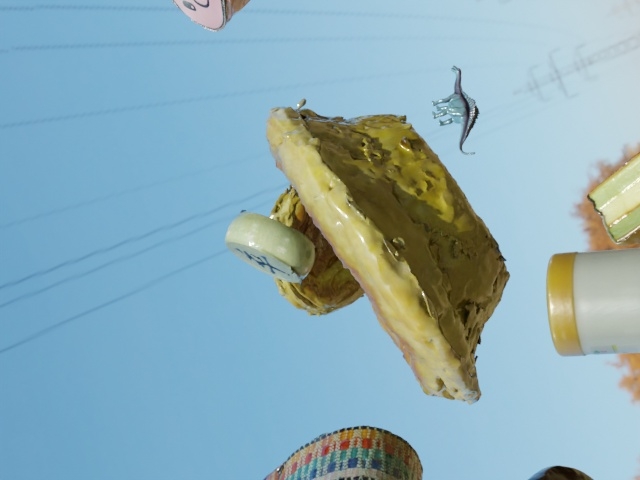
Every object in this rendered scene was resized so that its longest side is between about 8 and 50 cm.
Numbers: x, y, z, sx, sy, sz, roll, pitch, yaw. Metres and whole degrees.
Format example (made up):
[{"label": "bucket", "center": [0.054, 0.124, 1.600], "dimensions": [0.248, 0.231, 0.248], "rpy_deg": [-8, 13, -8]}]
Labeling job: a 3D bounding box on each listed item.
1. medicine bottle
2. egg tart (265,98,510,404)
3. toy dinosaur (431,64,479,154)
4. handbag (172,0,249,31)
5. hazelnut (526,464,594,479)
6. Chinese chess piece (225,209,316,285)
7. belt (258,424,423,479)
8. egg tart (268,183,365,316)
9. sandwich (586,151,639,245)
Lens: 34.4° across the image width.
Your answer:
[{"label": "medicine bottle", "center": [0.643, 0.139, 2.325], "dimensions": [0.238, 0.231, 0.238], "rpy_deg": [-4, -90, -67]}, {"label": "egg tart", "center": [0.075, -0.007, 0.960], "dimensions": [0.341, 0.132, 0.341], "rpy_deg": [58, -178, -3]}, {"label": "toy dinosaur", "center": [0.248, -0.236, 1.889], "dimensions": [0.045, 0.080, 0.197], "rpy_deg": [44, -145, -56]}, {"label": "handbag", "center": [-0.178, -0.456, 1.696], "dimensions": [0.116, 0.179, 0.205], "rpy_deg": [-48, -35, -21]}, {"label": "hazelnut", "center": [0.471, 0.554, 2.074], "dimensions": [0.233, 0.218, 0.218], "rpy_deg": [-5, -112, -20]}, {"label": "Chinese chess piece", "center": [-0.101, 0.016, 2.085], "dimensions": [0.188, 0.188, 0.083], "rpy_deg": [40, -110, -44]}, {"label": "belt", "center": [0.038, 0.433, 1.740], "dimensions": [0.207, 0.295, 0.160], "rpy_deg": [40, -147, -17]}, {"label": "egg tart", "center": [0.000, 0.000, 2.359], "dimensions": [0.352, 0.150, 0.352], "rpy_deg": [-6, -81, -39]}, {"label": "sandwich", "center": [0.512, -0.098, 1.553], "dimensions": [0.187, 0.144, 0.117], "rpy_deg": [100, 154, -51]}]
